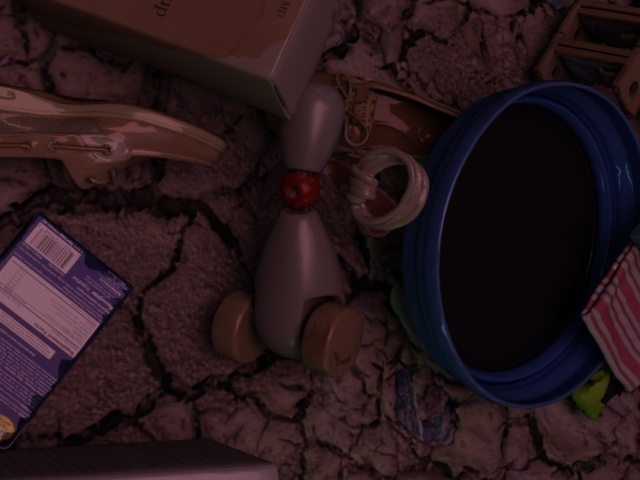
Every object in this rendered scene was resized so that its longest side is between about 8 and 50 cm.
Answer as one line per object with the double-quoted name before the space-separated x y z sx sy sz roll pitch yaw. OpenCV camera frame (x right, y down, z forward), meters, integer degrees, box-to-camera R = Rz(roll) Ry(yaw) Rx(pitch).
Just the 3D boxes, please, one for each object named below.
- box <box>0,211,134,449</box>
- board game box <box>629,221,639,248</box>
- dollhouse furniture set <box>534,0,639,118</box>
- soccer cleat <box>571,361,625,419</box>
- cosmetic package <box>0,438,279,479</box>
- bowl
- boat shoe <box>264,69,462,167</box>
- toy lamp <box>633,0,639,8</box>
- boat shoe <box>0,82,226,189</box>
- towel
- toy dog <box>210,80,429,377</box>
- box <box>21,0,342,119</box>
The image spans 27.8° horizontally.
"box" -0.324 0.098 1.397 0.136 0.036 0.225 41 72 -15
"board game box" 0.571 -0.045 1.655 0.254 0.079 0.336 46 67 -23
"dollhouse furniture set" 0.389 -0.202 1.673 0.129 0.129 0.183 -57 136 -14
"soccer cleat" 0.385 0.155 1.675 0.179 0.060 0.072 -44 130 -24
"cosmetic package" -0.290 0.300 1.299 0.453 0.230 0.161 1 88 -21
"bowl" 0.251 0.002 1.548 0.391 0.077 0.391 -9 104 -39
"boat shoe" 0.076 -0.144 1.541 0.285 0.089 0.104 7 85 -22
"toy lamp" 0.390 -0.384 1.687 0.275 0.080 0.080 44 73 -14
"boat shoe" -0.255 -0.104 1.402 0.302 0.109 0.098 9 89 -16
"towel" 0.409 0.073 1.621 0.197 0.029 0.144 -51 121 -22
"toy dog" 0.000 0.000 1.462 0.220 0.161 0.333 33 108 20
"box" -0.149 -0.257 1.360 0.311 0.121 0.148 20 79 14
